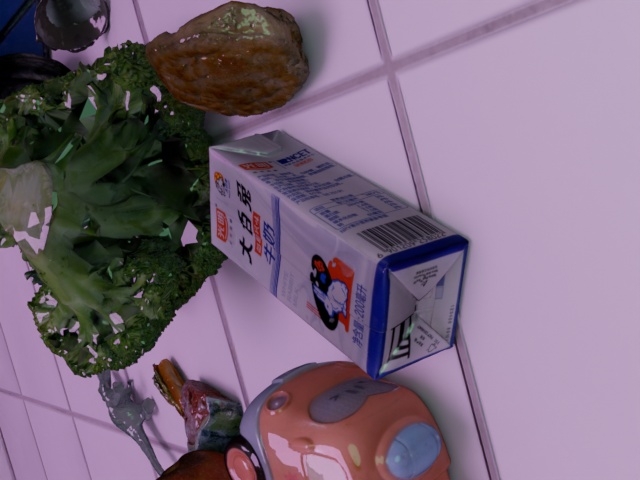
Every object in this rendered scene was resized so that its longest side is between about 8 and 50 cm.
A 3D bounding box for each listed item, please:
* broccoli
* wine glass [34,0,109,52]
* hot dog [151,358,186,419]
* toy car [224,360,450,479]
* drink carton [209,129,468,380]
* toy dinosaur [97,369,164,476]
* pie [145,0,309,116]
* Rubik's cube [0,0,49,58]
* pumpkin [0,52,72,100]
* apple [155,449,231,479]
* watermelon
[{"bbox_3d":[-0.282,-0.052,1.074,0.321,0.309,0.414,22,99,52],"label":"broccoli"},{"bbox_3d":[-0.413,-0.386,1.288,0.183,0.122,0.122,51,142,32],"label":"wine glass"},{"bbox_3d":[-0.247,0.254,1.406,0.133,0.041,0.056,50,157,32],"label":"hot dog"},{"bbox_3d":[0.045,0.260,0.874,0.212,0.180,0.271,-14,94,47],"label":"toy car"},{"bbox_3d":[0.000,0.000,0.866,0.315,0.106,0.131,35,131,43],"label":"drink carton"},{"bbox_3d":[-0.342,0.335,1.567,0.383,0.076,0.129,42,143,43],"label":"toy dinosaur"},{"bbox_3d":[-0.099,-0.191,0.881,0.193,0.163,0.079,-19,69,51],"label":"pie"},{"bbox_3d":[-0.661,-0.377,1.526,0.255,0.260,0.259,39,132,39],"label":"Rubik's cube"},{"bbox_3d":[-0.528,-0.182,1.392,0.295,0.295,0.296,30,129,46],"label":"pumpkin"},{"bbox_3d":[-0.172,0.421,1.222,0.230,0.229,0.230,30,129,46],"label":"apple"},{"bbox_3d":[-0.188,0.285,1.320,0.139,0.071,0.187,54,144,33],"label":"watermelon"}]
